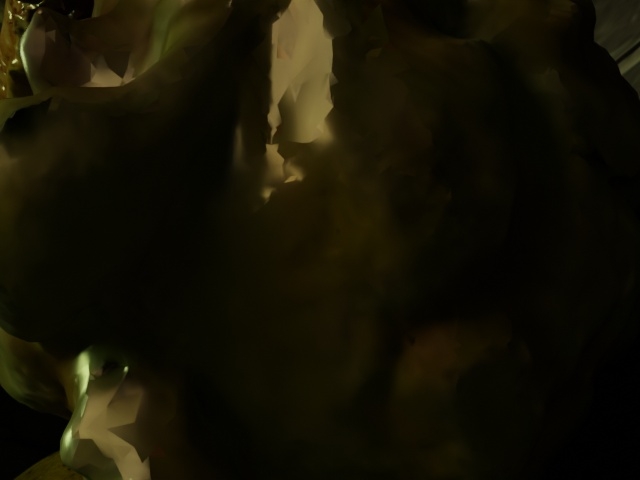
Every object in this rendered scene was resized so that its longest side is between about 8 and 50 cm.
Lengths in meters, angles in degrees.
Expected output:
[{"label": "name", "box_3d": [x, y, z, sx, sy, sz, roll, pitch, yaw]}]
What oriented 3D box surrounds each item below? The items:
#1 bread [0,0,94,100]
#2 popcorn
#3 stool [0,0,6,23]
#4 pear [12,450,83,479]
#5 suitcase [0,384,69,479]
[{"label": "bread", "box_3d": [-0.158, -0.149, 1.265, 0.139, 0.077, 0.271, -32, -12, -24]}, {"label": "popcorn", "box_3d": [0.002, 0.003, 0.761, 0.279, 0.274, 0.335, -27, 25, -4]}, {"label": "stool", "box_3d": [-0.271, -0.120, 1.826, 0.272, 0.178, 0.272, -161, 90, -76]}, {"label": "pear", "box_3d": [-0.142, 0.177, 1.081, 0.141, 0.104, 0.141, -50, 20, 25]}, {"label": "suitcase", "box_3d": [-0.233, 0.086, 1.285, 0.434, 0.194, 0.283, -34, 24, 30]}]
